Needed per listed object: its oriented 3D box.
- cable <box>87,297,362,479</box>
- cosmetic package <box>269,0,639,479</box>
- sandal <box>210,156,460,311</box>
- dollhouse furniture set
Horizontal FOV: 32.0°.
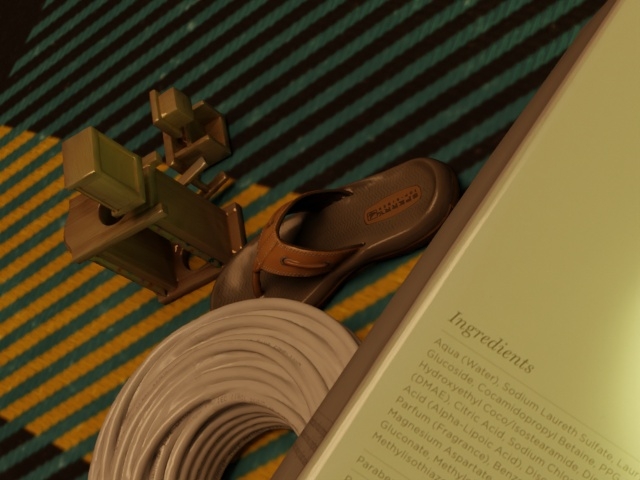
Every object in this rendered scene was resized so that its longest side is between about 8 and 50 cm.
[{"bbox_3d":[-0.048,0.171,0.765,0.257,0.089,0.257,-36,51,15],"label":"cable"},{"bbox_3d":[0.122,0.045,0.578,0.156,0.217,0.385,35,86,3],"label":"cosmetic package"},{"bbox_3d":[0.000,0.000,0.832,0.219,0.060,0.090,-27,54,23],"label":"sandal"},{"bbox_3d":[-0.161,-0.060,0.897,0.101,0.182,0.161,-27,55,23],"label":"dollhouse furniture set"}]
